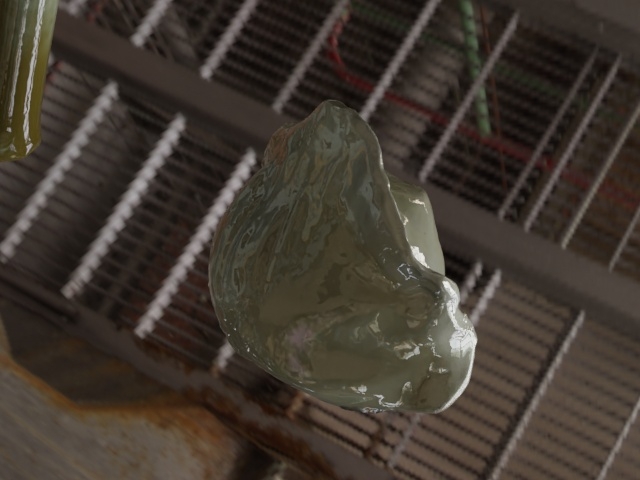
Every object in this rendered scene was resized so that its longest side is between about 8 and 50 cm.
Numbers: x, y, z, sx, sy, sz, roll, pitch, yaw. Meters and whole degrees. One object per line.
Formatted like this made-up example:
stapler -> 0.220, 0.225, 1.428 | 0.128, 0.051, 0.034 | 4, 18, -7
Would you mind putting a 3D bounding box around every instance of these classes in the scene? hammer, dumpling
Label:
hammer -> -0.198, -0.167, 1.083 | 0.202, 0.305, 0.113 | 8, -135, -9
dumpling -> 0.000, 0.000, 1.316 | 0.187, 0.243, 0.318 | -22, -132, -22
